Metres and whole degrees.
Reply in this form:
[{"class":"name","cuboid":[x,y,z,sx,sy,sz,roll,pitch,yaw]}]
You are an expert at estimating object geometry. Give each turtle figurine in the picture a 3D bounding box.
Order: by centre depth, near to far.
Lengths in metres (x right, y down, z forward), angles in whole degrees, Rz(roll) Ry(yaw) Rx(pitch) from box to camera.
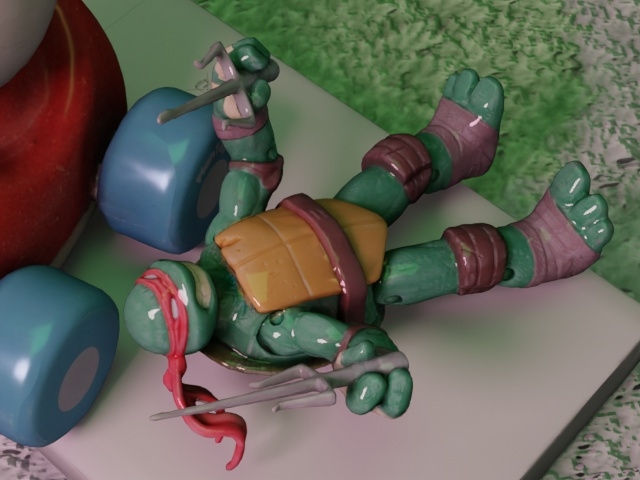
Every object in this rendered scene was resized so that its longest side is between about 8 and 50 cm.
[{"class":"turtle figurine","cuboid":[0.000,0.000,0.570,0.234,0.118,0.175,-19,71,-32]}]

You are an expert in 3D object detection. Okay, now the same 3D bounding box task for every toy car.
[{"class":"toy car","cuboid":[-0.171,-0.073,0.543,0.219,0.238,0.210,23,58,15]}]

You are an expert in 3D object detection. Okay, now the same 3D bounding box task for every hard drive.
[{"class":"hard drive","cuboid":[-0.050,0.019,0.654,0.353,0.047,0.233,36,62,22]}]
